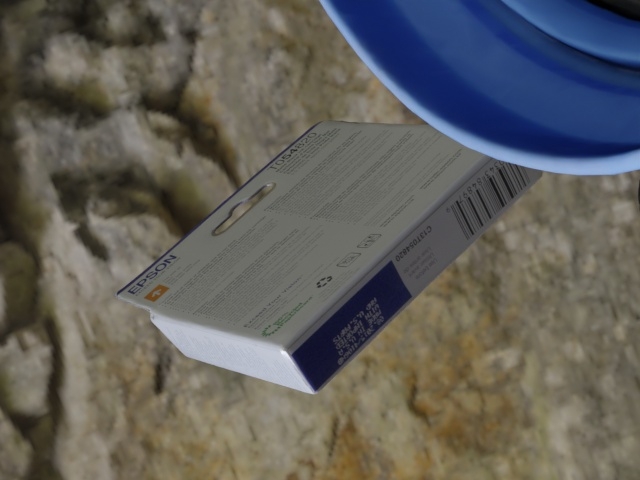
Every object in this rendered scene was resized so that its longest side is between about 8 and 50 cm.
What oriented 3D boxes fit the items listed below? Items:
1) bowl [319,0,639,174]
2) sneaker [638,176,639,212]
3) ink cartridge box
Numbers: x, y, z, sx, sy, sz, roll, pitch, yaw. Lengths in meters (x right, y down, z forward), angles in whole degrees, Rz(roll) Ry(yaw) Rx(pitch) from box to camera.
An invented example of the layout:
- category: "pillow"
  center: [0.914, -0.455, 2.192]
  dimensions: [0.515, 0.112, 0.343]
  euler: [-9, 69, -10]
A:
- category: "bowl"
  center: [0.060, -0.214, 0.365]
  dimensions: [0.077, 0.391, 0.391]
  euler: [-15, -170, -21]
- category: "sneaker"
  center: [0.247, -0.054, 0.625]
  dimensions: [0.137, 0.210, 0.366]
  euler: [10, -117, 25]
- category: "ink cartridge box"
  center: [0.000, 0.000, 0.912]
  dimensions: [0.223, 0.045, 0.224]
  euler: [-42, -153, -22]
